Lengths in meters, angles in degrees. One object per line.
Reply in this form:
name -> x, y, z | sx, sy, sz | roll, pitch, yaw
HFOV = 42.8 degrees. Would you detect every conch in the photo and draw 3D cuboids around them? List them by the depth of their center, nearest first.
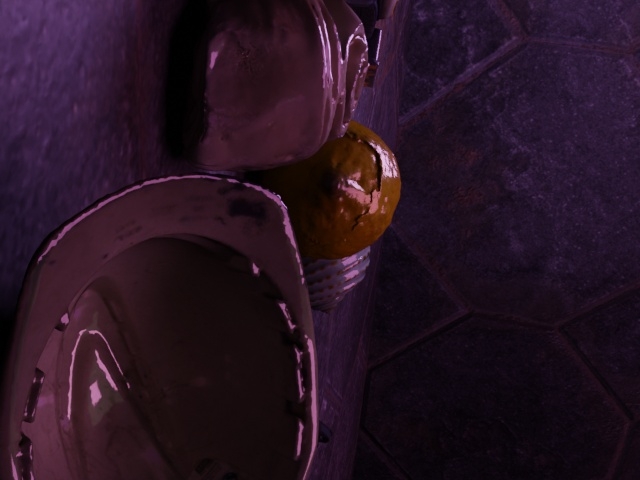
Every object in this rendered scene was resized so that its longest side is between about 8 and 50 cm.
conch -> 0.010, 0.004, 1.180 | 0.172, 0.131, 0.199 | -31, 132, -77

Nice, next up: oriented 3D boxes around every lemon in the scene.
lemon -> 0.012, -0.063, 0.985 | 0.193, 0.181, 0.180 | -8, 109, -58

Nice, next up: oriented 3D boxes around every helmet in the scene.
helmet -> -0.114, 0.078, 0.496 | 0.204, 0.137, 0.257 | -12, 109, -38

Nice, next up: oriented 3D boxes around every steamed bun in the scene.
steamed bun -> -0.027, -0.161, 0.725 | 0.218, 0.144, 0.211 | -30, 128, -79

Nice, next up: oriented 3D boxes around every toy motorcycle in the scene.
toy motorcycle -> 0.052, -0.293, 0.901 | 0.263, 0.091, 0.157 | 94, 5, -75

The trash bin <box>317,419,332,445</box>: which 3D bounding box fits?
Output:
trash bin -> -0.099, 0.196, 0.679 | 0.175, 0.176, 0.161 | 79, 34, -66
